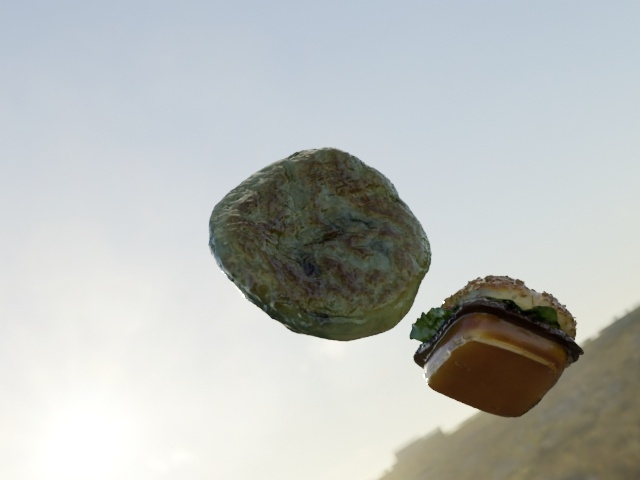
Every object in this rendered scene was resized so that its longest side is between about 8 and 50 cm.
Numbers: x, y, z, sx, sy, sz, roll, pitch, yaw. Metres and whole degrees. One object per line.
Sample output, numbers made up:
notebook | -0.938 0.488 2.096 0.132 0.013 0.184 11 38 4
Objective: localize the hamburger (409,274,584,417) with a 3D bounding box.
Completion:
hamburger | 0.155 0.086 1.207 0.166 0.137 0.087 126 166 -60

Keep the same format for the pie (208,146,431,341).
pie | 0.000 0.000 1.358 0.240 0.240 0.054 -25 -29 -35
